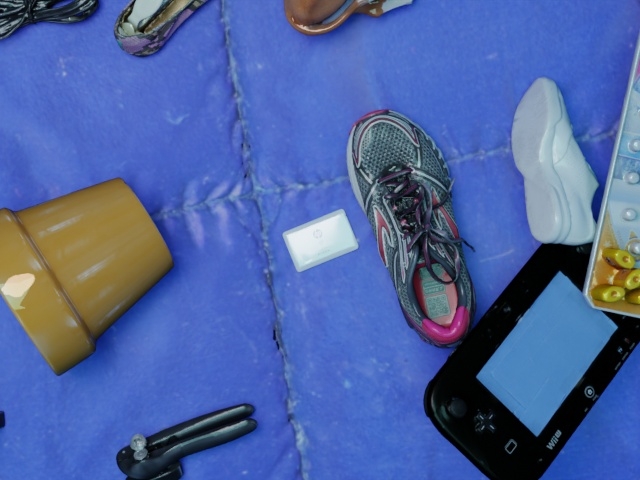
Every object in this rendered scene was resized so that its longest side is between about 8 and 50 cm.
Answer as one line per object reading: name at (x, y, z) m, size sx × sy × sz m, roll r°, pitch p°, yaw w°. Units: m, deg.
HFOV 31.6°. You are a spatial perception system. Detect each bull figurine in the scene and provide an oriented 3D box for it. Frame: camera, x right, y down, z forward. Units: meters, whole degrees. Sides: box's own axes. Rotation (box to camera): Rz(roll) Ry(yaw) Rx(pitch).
bull figurine at (0.006, -0.403, 1.358) m, size 0.189 × 0.101 × 0.310 m, roll -11°, pitch 89°, yaw 2°

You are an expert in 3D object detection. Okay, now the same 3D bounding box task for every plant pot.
plant pot at (-0.286, 0.025, 1.342) m, size 0.188 × 0.205 × 0.205 m, roll -33°, pitch 88°, yaw -13°

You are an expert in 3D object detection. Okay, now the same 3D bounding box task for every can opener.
can opener at (-0.166, 0.248, 1.402) m, size 0.186 × 0.073 × 0.059 m, roll -27°, pitch 50°, yaw 0°

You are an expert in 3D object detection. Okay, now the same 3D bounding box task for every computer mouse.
computer mouse at (-0.394, -0.392, 1.403) m, size 0.189 × 0.072 × 0.272 m, roll -13°, pitch 102°, yaw 1°

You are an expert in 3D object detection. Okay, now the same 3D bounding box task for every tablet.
tablet at (0.000, 0.000, 1.408) m, size 0.083 × 0.006 × 0.054 m, roll -22°, pitch 89°, yaw 3°

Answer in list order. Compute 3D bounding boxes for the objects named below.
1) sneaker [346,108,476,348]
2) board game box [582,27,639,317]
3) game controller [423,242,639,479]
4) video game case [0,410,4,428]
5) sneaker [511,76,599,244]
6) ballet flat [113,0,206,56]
sneaker at (0.120, -0.018, 1.348) m, size 0.121 × 0.112 × 0.299 m, roll -22°, pitch 88°, yaw 3°
board game box at (0.533, -0.074, 1.316) m, size 0.390 × 0.050 × 0.389 m, roll 12°, pitch 91°, yaw -8°
game controller at (0.259, 0.131, 1.312) m, size 0.166 × 0.067 × 0.319 m, roll 41°, pitch 68°, yaw 4°
video game case at (-0.543, 0.232, 1.345) m, size 0.274 × 0.196 × 0.026 m, roll -3°, pitch 88°, yaw 3°
sneaker at (0.291, -0.092, 1.354) m, size 0.094 × 0.080 × 0.212 m, roll 6°, pitch 69°, yaw -23°
ballet flat at (-0.171, -0.317, 1.380) m, size 0.077 × 0.079 × 0.221 m, roll 42°, pitch 92°, yaw 3°
